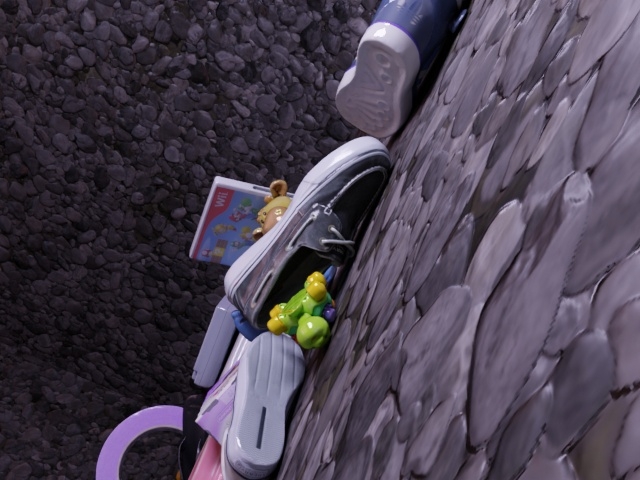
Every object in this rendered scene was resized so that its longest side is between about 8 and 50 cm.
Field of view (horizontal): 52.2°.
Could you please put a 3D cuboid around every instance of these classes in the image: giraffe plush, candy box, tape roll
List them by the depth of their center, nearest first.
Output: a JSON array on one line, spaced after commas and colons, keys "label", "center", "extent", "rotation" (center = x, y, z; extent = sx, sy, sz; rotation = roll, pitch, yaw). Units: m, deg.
[{"label": "candy box", "center": [-0.124, 0.246, 1.120], "extent": [0.165, 0.070, 0.196], "rotation": [-47, 3, -3]}, {"label": "giraffe plush", "center": [-0.038, -0.027, 1.241], "extent": [0.210, 0.170, 0.182], "rotation": [155, 139, -85]}, {"label": "tape roll", "center": [-0.351, 0.511, 1.451], "extent": [0.090, 0.274, 0.275], "rotation": [123, 171, -67]}]

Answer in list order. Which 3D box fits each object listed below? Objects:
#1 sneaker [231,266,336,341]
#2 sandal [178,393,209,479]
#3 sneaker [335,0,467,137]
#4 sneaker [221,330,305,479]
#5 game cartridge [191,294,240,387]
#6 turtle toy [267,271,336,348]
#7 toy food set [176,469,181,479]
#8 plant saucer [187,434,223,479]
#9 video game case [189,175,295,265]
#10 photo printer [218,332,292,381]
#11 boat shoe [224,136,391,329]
[{"label": "sneaker", "center": [-0.058, 0.084, 1.085], "extent": [0.209, 0.082, 0.069], "rotation": [-40, -1, -31]}, {"label": "sandal", "center": [-0.268, 0.456, 1.376], "extent": [0.054, 0.097, 0.255], "rotation": [11, -110, -58]}, {"label": "sneaker", "center": [0.143, -0.321, 1.055], "extent": [0.236, 0.130, 0.323], "rotation": [-57, -4, -14]}, {"label": "sneaker", "center": [-0.086, 0.222, 0.874], "extent": [0.091, 0.094, 0.258], "rotation": [-59, 7, 29]}, {"label": "game cartridge", "center": [-0.204, 0.202, 1.474], "extent": [0.297, 0.062, 0.198], "rotation": [-28, -37, -86]}, {"label": "turtle toy", "center": [-0.017, 0.102, 0.867], "extent": [0.095, 0.066, 0.130], "rotation": [-42, 9, 7]}, {"label": "toy food set", "center": [-0.370, 0.707, 1.770], "extent": [0.232, 0.111, 0.105], "rotation": [-66, 2, -57]}, {"label": "plant saucer", "center": [-0.207, 0.467, 1.147], "extent": [0.332, 0.084, 0.332], "rotation": [-156, 90, -87]}, {"label": "video game case", "center": [-0.106, -0.016, 1.351], "extent": [0.025, 0.284, 0.204], "rotation": [-102, 30, -48]}, {"label": "photo printer", "center": [-0.129, 0.231, 1.383], "extent": [0.256, 0.107, 0.308], "rotation": [119, 175, -60]}, {"label": "boat shoe", "center": [0.000, 0.000, 0.977], "extent": [0.335, 0.121, 0.119], "rotation": [-49, 49, 9]}]
